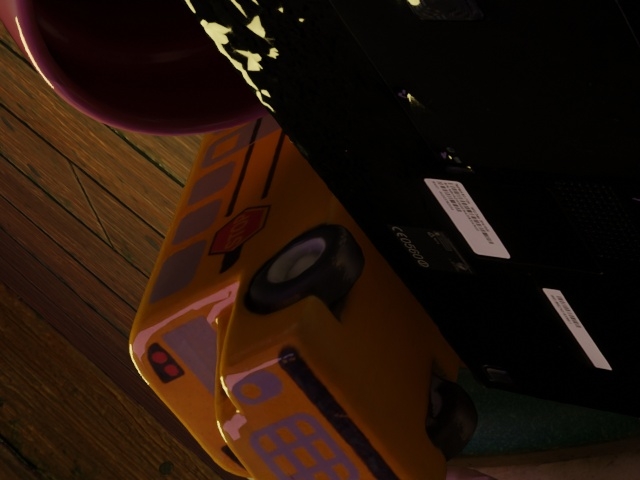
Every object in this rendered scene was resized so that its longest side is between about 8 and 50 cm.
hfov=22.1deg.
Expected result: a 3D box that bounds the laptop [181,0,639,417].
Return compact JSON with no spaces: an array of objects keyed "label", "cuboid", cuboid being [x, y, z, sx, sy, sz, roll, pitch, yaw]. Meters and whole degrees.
[{"label":"laptop","cuboid":[0.126,-0.055,0.424,0.264,0.136,0.234,7,148,40]}]

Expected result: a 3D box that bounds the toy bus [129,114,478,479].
[{"label":"toy bus","cuboid":[0.000,0.000,0.791,0.108,0.130,0.332,53,-154,-24]}]

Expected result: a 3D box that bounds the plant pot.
[{"label":"plant pot","cuboid":[-0.075,-0.177,0.738,0.180,0.201,0.201,54,172,38]}]

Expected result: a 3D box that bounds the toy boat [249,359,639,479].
[{"label":"toy boat","cuboid":[0.050,0.046,0.950,0.318,0.267,0.148,-133,44,-61]}]

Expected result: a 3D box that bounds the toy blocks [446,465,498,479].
[{"label":"toy blocks","cuboid":[0.169,0.176,0.611,0.260,0.289,0.309,55,-161,-48]}]
